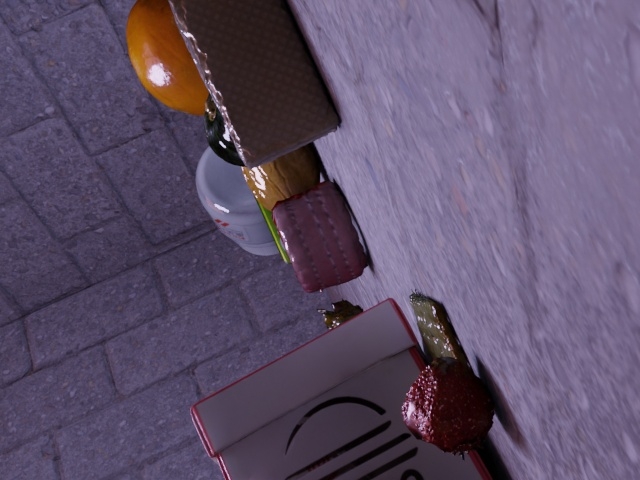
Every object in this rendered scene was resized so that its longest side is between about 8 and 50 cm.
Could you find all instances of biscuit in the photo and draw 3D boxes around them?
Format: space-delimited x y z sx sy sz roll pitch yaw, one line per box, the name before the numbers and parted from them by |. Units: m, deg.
biscuit | -0.125 -0.305 1.177 0.078 0.144 0.426 150 96 -88
biscuit | 0.145 0.126 1.116 0.203 0.016 0.144 -162 47 -85

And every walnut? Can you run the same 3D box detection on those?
walnut | -0.074 -0.136 1.683 0.144 0.144 0.180 97 154 -84

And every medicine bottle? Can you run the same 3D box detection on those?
medicine bottle | -0.154 -0.107 2.266 0.306 0.245 0.245 69 175 -67

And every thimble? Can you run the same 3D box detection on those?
thimble | -0.002 -0.006 1.590 0.189 0.125 0.163 70 177 -61

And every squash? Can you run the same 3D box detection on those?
squash | -0.117 -0.210 1.539 0.156 0.193 0.193 25 -156 -36

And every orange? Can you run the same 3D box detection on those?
orange | -0.231 -0.357 1.726 0.261 0.261 0.261 155 90 -87

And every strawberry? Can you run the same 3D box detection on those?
strawberry | 0.135 0.171 0.975 0.106 0.106 0.106 155 90 -87

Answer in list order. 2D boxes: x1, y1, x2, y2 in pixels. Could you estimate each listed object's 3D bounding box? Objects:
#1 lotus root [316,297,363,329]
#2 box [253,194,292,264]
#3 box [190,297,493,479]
lotus root | 0.082 0.211 1.718 0.278 0.154 0.154 -119 5 -47
box | -0.078 -0.109 2.002 0.097 0.134 0.345 -115 2 -49
box | 0.054 0.320 1.285 0.300 0.314 0.312 61 179 29
